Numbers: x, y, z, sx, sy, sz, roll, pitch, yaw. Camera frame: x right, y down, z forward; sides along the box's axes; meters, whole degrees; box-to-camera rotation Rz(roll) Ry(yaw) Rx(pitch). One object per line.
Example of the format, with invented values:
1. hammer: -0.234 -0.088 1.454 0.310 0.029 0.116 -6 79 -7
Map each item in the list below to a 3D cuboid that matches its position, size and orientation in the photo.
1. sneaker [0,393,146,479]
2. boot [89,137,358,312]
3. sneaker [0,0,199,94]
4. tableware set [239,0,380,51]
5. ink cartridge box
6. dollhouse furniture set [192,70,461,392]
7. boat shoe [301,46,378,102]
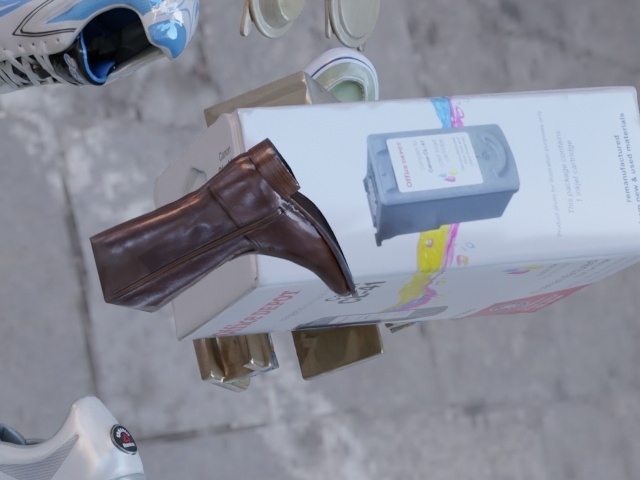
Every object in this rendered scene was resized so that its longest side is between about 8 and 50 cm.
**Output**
1. sneaker: -0.313 0.258 1.843 0.146 0.330 0.122 64 15 15
2. boot: -0.050 0.014 0.979 0.106 0.114 0.037 56 5 -25
3. sneaker: -0.195 -0.146 1.422 0.085 0.237 0.086 49 41 -38
4. tableware set: -0.002 -0.195 1.225 0.168 0.020 0.141 -1 96 -59
5. ink cartridge box: 0.057 -0.016 1.390 0.306 0.226 0.131 -6 79 -20
6. dollhouse furniture set: 0.000 0.000 1.665 0.161 0.212 0.242 31 42 -65
7. boat shoe: -0.014 -0.056 2.035 0.109 0.302 0.094 19 13 -21
